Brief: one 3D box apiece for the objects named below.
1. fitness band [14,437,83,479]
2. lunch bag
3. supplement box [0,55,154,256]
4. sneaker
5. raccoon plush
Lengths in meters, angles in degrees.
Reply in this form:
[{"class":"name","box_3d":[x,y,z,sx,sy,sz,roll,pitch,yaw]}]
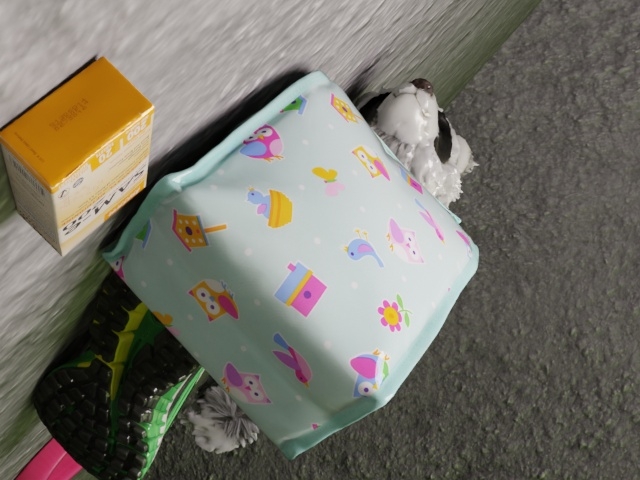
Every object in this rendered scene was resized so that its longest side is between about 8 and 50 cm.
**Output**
[{"class":"fitness band","box_3d":[-0.345,0.297,1.338,0.209,0.054,0.291,-48,175,28]},{"class":"lunch bag","box_3d":[0.000,0.000,0.709,0.160,0.223,0.262,-42,-178,44]},{"class":"supplement box","box_3d":[-0.116,-0.037,0.432,0.062,0.036,0.098,-44,176,-22]},{"class":"sneaker","box_3d":[-0.161,0.119,0.863,0.343,0.134,0.146,-50,176,36]},{"class":"raccoon plush","box_3d":[-0.008,0.005,1.025,0.446,0.216,0.299,-43,-176,31]}]
